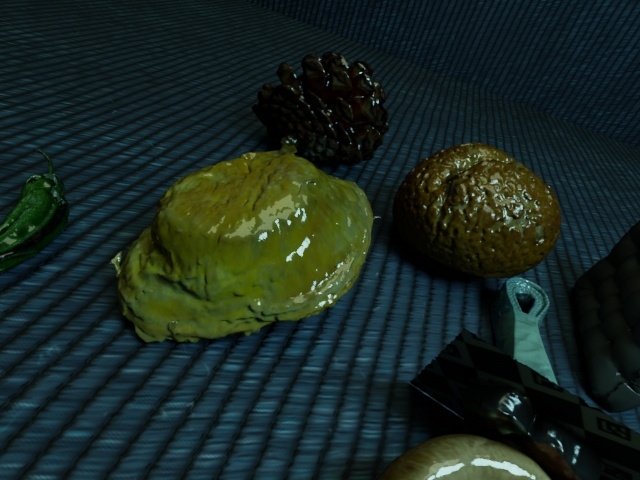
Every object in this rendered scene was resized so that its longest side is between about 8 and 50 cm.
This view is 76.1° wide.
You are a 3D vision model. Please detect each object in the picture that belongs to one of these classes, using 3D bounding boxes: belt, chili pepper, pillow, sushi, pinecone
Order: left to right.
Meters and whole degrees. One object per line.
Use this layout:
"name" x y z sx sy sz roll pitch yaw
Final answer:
"chili pepper" -0.408 -0.020 0.546 0.122 0.065 0.279 20 41 -5
"pinecone" 0.019 -0.302 0.943 0.298 0.242 0.295 30 40 25
"sushi" 0.208 0.209 0.425 0.231 0.220 0.047 31 62 15
"belt" 0.311 0.167 0.617 0.087 0.072 0.302 21 37 7
"pillow" 0.533 0.099 0.671 0.101 0.228 0.326 33 38 9

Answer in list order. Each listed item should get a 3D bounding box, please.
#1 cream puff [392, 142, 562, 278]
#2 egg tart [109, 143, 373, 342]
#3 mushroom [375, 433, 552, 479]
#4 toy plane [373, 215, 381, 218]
"cream puff" 0.289 -0.067 0.758 0.302 0.212 0.303 11 23 -5
"egg tart" -0.100 -0.032 0.578 0.350 0.153 0.340 -3 41 4
"mushroom" 0.150 0.293 0.318 0.277 0.146 0.279 9 49 -10
"toy plane" 0.006 0.004 0.696 0.126 0.077 0.194 26 45 16
